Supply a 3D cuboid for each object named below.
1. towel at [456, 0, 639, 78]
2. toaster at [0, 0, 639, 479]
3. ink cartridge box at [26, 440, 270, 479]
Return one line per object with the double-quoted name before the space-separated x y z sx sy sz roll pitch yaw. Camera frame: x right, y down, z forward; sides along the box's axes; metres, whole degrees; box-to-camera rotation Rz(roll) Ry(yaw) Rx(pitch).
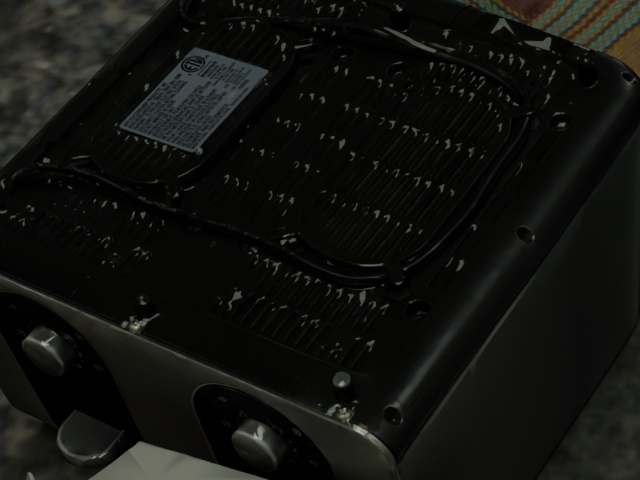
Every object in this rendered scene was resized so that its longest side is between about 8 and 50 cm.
"towel" 0.231 -0.073 0.633 0.271 0.040 0.370 -39 51 -25
"toaster" 0.000 0.000 0.558 0.168 0.110 0.186 20 54 27
"ink cartridge box" -0.024 0.119 0.443 0.143 0.092 0.090 13 21 23
